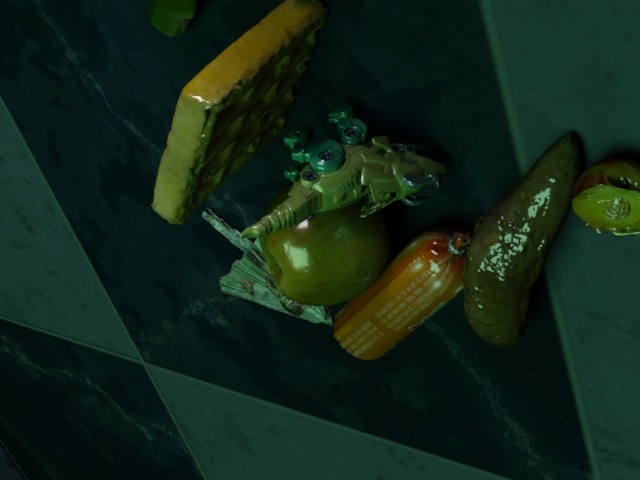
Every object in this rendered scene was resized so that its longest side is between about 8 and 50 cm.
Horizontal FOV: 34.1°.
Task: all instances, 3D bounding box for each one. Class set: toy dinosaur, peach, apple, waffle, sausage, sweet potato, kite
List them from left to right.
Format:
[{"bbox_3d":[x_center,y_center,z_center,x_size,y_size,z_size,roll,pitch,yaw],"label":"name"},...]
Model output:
[{"bbox_3d":[-0.099,-0.152,1.226,0.055,0.221,0.248,39,145,7],"label":"waffle"},{"bbox_3d":[-0.081,0.044,1.604,0.267,0.013,0.323,43,145,0],"label":"kite"},{"bbox_3d":[0.000,0.000,1.325,0.182,0.155,0.182,49,158,28],"label":"apple"},{"bbox_3d":[0.008,-0.070,1.210,0.153,0.259,0.094,51,155,42],"label":"toy dinosaur"},{"bbox_3d":[0.117,0.063,1.353,0.093,0.093,0.312,43,145,1],"label":"sausage"},{"bbox_3d":[0.213,0.020,1.192,0.092,0.114,0.342,46,149,29],"label":"sweet potato"},{"bbox_3d":[0.307,-0.048,1.069,0.098,0.061,0.098,17,156,8],"label":"peach"}]

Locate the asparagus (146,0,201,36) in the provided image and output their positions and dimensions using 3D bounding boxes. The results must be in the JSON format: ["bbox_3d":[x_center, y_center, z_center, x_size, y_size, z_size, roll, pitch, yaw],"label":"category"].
[{"bbox_3d":[-0.157,-0.326,1.238,0.067,0.060,0.278,67,151,18],"label":"asparagus"}]
